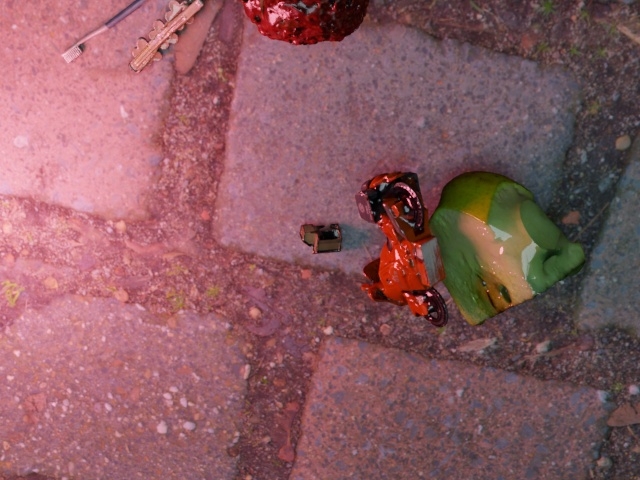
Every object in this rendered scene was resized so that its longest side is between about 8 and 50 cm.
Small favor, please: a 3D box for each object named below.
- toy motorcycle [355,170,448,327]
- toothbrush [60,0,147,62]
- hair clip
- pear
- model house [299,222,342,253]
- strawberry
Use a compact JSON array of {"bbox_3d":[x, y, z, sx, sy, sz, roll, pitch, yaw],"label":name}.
[{"bbox_3d":[0.156,0.012,1.426,0.148,0.221,0.325,-26,113,-25],"label":"toy motorcycle"},{"bbox_3d":[-0.403,-0.433,1.420,0.276,0.019,0.025,-30,110,15],"label":"toothbrush"},{"bbox_3d":[-0.300,-0.412,1.405,0.214,0.056,0.062,-36,119,24],"label":"hair clip"},{"bbox_3d":[0.341,-0.004,1.417,0.176,0.286,0.282,-33,83,-26],"label":"pear"},{"bbox_3d":[0.000,0.000,1.527,0.083,0.057,0.058,-6,137,-12],"label":"model house"},{"bbox_3d":[-0.004,-0.449,1.259,0.220,0.274,0.274,29,113,-39],"label":"strawberry"}]
